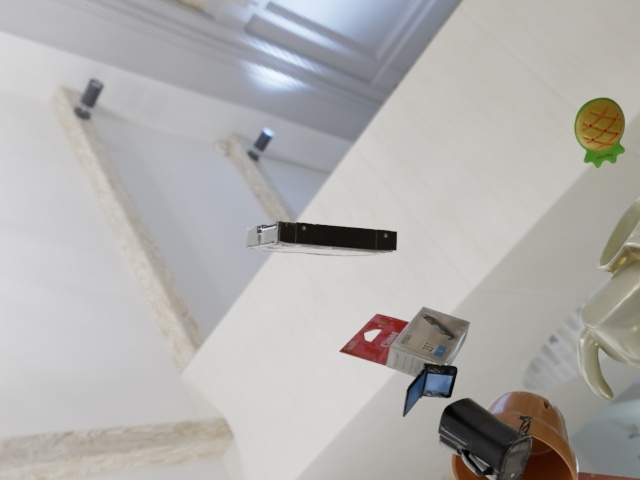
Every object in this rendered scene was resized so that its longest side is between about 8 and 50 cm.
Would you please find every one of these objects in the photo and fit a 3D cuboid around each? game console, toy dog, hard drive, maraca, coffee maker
[{"bbox_3d":[0.232,0.322,1.533,0.107,0.122,0.071,4,-132,4],"label":"game console"},{"bbox_3d":[0.685,0.157,1.223,0.408,0.395,0.284,31,175,-2],"label":"toy dog"},{"bbox_3d":[0.000,0.000,1.905,0.339,0.064,0.237,5,173,-26],"label":"hard drive"},{"bbox_3d":[0.718,-0.276,1.851,0.099,0.127,0.185,-79,-27,-64],"label":"maraca"},{"bbox_3d":[0.357,0.414,1.556,0.120,0.171,0.178,21,-174,-45],"label":"coffee maker"}]

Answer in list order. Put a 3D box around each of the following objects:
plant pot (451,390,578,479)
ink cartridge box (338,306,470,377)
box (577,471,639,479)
[{"bbox_3d":[0.486,0.506,1.758,0.291,0.291,0.203,39,-144,3],"label":"plant pot"},{"bbox_3d":[0.223,0.246,1.854,0.261,0.066,0.296,16,-160,19],"label":"ink cartridge box"},{"bbox_3d":[0.550,0.490,1.290,0.091,0.170,0.130,39,-126,-58],"label":"box"}]
